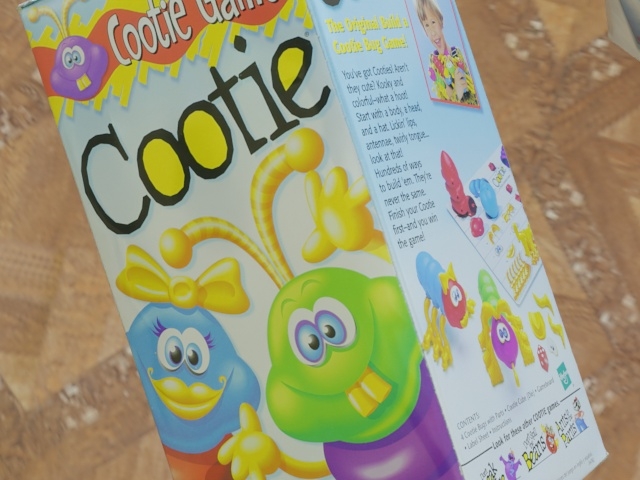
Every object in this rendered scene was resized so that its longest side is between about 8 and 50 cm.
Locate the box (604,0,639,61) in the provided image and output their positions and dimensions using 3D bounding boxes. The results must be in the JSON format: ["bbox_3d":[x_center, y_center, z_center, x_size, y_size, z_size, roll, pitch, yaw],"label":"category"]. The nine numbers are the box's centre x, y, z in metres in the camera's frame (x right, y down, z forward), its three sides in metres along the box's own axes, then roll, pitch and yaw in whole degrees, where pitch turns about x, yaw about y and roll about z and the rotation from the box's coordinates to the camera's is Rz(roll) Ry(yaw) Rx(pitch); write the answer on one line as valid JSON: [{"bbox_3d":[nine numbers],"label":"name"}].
[{"bbox_3d":[0.249,-0.152,0.953,0.044,0.233,0.159,-24,128,-13],"label":"box"}]

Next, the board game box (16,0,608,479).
[{"bbox_3d":[0.000,0.000,0.694,0.142,0.144,0.275,-19,89,30],"label":"board game box"}]
